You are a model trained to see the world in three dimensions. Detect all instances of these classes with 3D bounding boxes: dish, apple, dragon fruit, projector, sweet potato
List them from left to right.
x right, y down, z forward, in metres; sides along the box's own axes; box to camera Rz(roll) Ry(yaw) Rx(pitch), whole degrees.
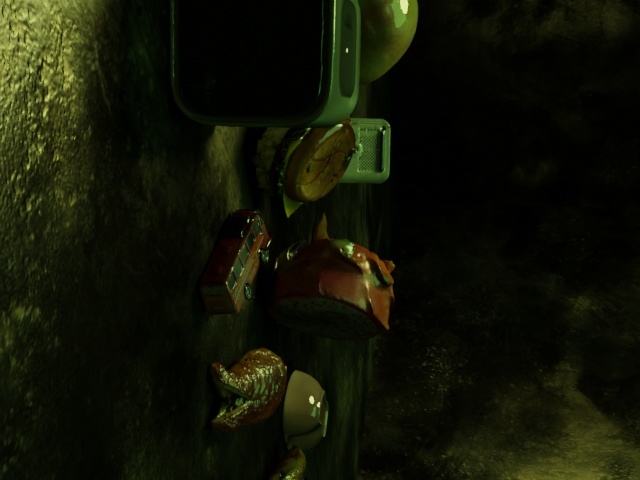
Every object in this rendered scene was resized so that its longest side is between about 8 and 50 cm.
[{"bbox_3d":[-0.077,-0.302,1.307,0.249,0.249,0.248,-34,126,-77],"label":"projector"},{"bbox_3d":[-0.031,0.445,2.131,0.213,0.091,0.213,2,90,-80],"label":"dish"},{"bbox_3d":[0.000,0.000,2.313,0.056,0.057,0.194,77,14,-54],"label":"sweet potato"},{"bbox_3d":[0.031,0.095,1.840,0.290,0.291,0.189,68,30,-65],"label":"dragon fruit"},{"bbox_3d":[0.038,-0.211,1.958,0.242,0.177,0.163,-159,-109,-69],"label":"projector"},{"bbox_3d":[0.059,-0.515,1.835,0.277,0.319,0.319,-78,166,-56],"label":"apple"}]

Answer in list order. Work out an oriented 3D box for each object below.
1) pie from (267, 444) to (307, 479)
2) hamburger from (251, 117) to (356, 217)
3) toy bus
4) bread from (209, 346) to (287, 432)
[{"bbox_3d":[-0.079,0.625,1.934,0.308,0.086,0.308,3,90,-80],"label":"pie"},{"bbox_3d":[-0.031,-0.188,1.712,0.262,0.139,0.243,-33,148,-37],"label":"hamburger"},{"bbox_3d":[-0.150,0.037,1.487,0.234,0.074,0.096,-73,155,-50],"label":"toy bus"},{"bbox_3d":[-0.132,0.281,1.567,0.269,0.095,0.139,-2,87,-75],"label":"bread"}]
